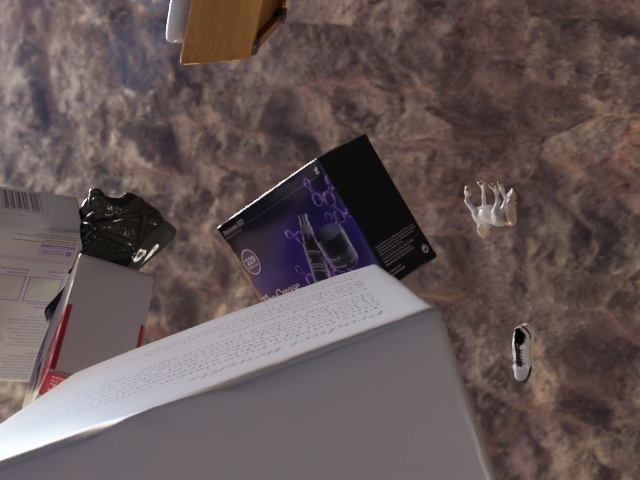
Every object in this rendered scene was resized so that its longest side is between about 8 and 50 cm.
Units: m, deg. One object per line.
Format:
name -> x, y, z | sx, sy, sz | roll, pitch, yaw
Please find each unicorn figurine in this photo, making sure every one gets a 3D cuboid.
unicorn figurine -> 0.305, -0.053, 1.597 | 0.162, 0.060, 0.111 | -148, -139, -76

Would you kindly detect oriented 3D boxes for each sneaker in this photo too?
sneaker -> 0.361, 0.204, 1.593 | 0.040, 0.044, 0.109 | -1, -95, 37
sneaker -> -0.321, 0.014, 1.236 | 0.130, 0.227, 0.087 | 49, -27, -12

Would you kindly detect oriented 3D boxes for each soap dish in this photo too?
soap dish -> -0.092, -0.384, 1.131 | 0.118, 0.229, 0.290 | 19, -60, 3

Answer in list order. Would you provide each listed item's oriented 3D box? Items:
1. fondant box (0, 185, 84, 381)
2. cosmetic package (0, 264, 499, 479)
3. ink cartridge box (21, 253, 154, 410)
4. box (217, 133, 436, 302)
fondant box -> -0.528, 0.070, 1.351 | 0.330, 0.238, 0.096 | -62, -144, 29
cosmetic package -> -0.036, 0.230, 0.666 | 0.393, 0.330, 0.327 | -87, 158, -88
ink cartridge box -> -0.298, 0.161, 1.090 | 0.237, 0.100, 0.172 | 126, -24, -43
box -> 0.000, 0.000, 1.179 | 0.261, 0.103, 0.184 | -30, -92, 50
